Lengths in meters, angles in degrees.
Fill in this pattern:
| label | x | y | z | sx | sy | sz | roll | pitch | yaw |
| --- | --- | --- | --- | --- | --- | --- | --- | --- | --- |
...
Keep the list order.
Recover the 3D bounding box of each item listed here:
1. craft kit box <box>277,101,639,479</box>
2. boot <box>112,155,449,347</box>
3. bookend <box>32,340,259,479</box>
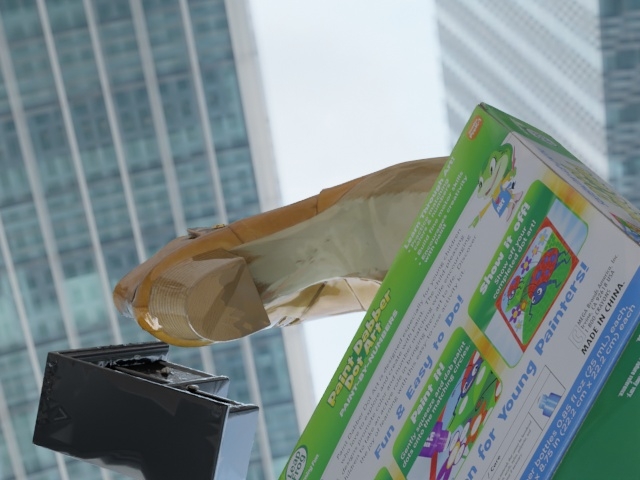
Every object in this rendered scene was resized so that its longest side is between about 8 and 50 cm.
| label | x | y | z | sx | sy | sz | roll | pitch | yaw |
| --- | --- | --- | --- | --- | --- | --- | --- | --- | --- |
| craft kit box | 0.073 | 0.084 | 0.796 | 0.061 | 0.250 | 0.246 | 22 | -166 | -23 |
| boot | 0.000 | 0.001 | 1.235 | 0.295 | 0.104 | 0.211 | -18 | -170 | -16 |
| bookend | -0.104 | 0.132 | 1.270 | 0.157 | 0.072 | 0.156 | 14 | -173 | 27 |
